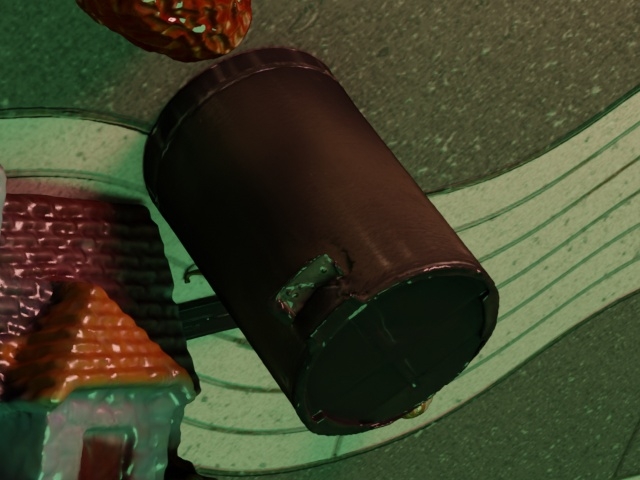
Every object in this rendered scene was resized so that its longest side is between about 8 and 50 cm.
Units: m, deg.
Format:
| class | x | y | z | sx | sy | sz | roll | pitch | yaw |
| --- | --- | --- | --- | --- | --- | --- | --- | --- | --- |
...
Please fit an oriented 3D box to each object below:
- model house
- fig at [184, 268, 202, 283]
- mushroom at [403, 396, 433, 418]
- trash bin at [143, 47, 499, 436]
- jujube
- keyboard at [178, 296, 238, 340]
| class | x | y | z | sx | sy | sz | roll | pitch | yaw |
| --- | --- | --- | --- | --- | --- | --- | --- | --- | --- |
| model house | -0.236 | 0.103 | 1.530 | 0.360 | 0.297 | 0.339 | 4 | 95 | -50 |
| fig | -0.090 | 0.033 | 1.742 | 0.083 | 0.050 | 0.050 | -4 | 135 | -9 |
| mushroom | 0.081 | 0.111 | 1.935 | 0.084 | 0.071 | 0.209 | 2 | 134 | 4 |
| trash bin | 0.000 | 0.000 | 1.560 | 0.203 | 0.301 | 0.252 | -48 | 140 | 15 |
| jujube | -0.121 | -0.205 | 1.420 | 0.112 | 0.109 | 0.176 | -10 | 161 | 27 |
| keyboard | -0.129 | 0.081 | 1.785 | 0.155 | 0.010 | 0.053 | -13 | 138 | -28 |
